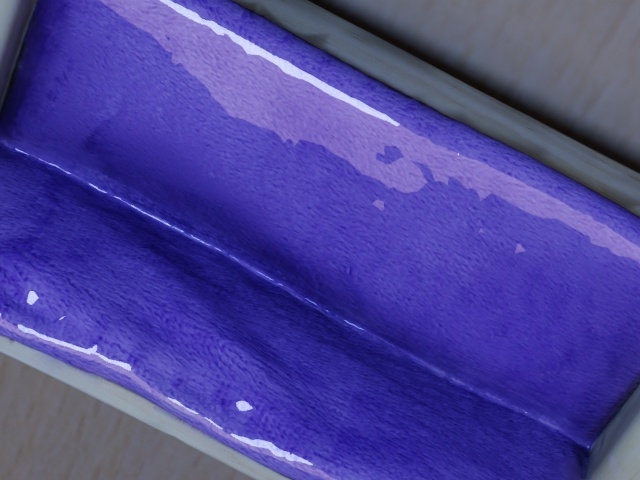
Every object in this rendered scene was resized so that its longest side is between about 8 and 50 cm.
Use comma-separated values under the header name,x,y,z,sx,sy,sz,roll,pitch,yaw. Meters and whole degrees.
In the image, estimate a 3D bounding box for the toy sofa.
name,x,y,z,sx,sy,sz,roll,pitch,yaw
toy sofa,0.000,0.000,0.765,0.362,0.177,0.150,28,128,0
